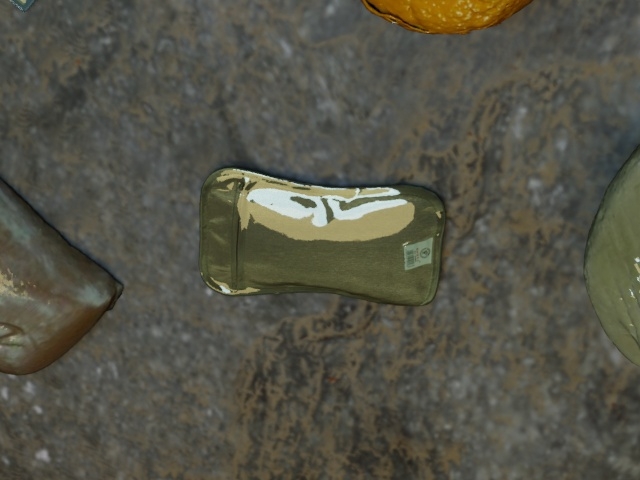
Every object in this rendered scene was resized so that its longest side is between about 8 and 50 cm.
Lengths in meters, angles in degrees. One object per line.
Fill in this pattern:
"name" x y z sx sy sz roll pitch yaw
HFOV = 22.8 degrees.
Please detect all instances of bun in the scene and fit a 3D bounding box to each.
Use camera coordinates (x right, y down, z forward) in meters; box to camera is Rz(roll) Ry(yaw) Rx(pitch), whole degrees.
"bun" 0.357 0.020 1.288 0.281 0.205 0.281 7 101 36

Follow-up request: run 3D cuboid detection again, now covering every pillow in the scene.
"pillow" 0.000 0.000 1.407 0.217 0.033 0.130 4 118 3

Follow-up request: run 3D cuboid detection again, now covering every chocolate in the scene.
"chocolate" -0.320 0.026 1.425 0.261 0.083 0.161 40 114 -16

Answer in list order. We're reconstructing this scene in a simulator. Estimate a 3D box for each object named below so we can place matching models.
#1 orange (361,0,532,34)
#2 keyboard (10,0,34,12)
"orange" 0.095 -0.251 1.179 0.193 0.161 0.193 6 133 6
"keyboard" -0.208 -0.262 1.283 0.055 0.014 0.176 38 117 -16
